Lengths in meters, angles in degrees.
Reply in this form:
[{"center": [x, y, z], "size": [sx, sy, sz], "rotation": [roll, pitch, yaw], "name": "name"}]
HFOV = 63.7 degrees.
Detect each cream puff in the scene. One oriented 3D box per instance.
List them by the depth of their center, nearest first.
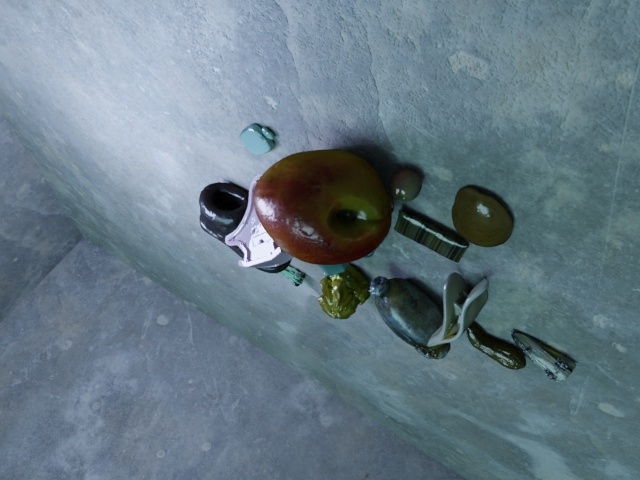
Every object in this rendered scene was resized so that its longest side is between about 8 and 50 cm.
[{"center": [0.077, 0.190, 1.823], "size": [0.194, 0.195, 0.221], "rotation": [24, 155, 20], "name": "cream puff"}]

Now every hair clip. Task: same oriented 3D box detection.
[{"center": [0.409, 0.197, 1.490], "size": [0.113, 0.172, 0.282], "rotation": [29, 142, 30], "name": "hair clip"}]

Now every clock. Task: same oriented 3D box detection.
[{"center": [-0.193, -0.048, 1.618], "size": [0.080, 0.276, 0.290], "rotation": [6, 161, -42], "name": "clock"}]

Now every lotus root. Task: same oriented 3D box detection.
[{"center": [0.291, 0.233, 1.672], "size": [0.349, 0.175, 0.175], "rotation": [46, 151, -14], "name": "lotus root"}]

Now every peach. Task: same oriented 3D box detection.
[{"center": [0.205, -0.134, 1.244], "size": [0.083, 0.083, 0.083], "rotation": [27, 152, 15], "name": "peach"}, {"center": [0.003, -0.086, 1.325], "size": [0.372, 0.372, 0.290], "rotation": [5, 106, 45], "name": "peach"}]

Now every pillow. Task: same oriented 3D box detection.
[{"center": [0.295, -0.012, 1.390], "size": [0.203, 0.038, 0.113], "rotation": [29, 156, 12], "name": "pillow"}]

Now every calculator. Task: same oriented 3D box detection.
[{"center": [-0.183, -0.292, 1.492], "size": [0.095, 0.021, 0.153], "rotation": [45, 155, -21], "name": "calculator"}]

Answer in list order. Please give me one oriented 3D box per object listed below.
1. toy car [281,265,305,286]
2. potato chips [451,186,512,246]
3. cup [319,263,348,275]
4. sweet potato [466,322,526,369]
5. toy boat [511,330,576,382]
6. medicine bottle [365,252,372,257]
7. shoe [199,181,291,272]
[{"center": [-0.131, 0.128, 2.091], "size": [0.143, 0.054, 0.073], "rotation": [30, 155, 12], "name": "toy car"}, {"center": [0.380, -0.041, 1.235], "size": [0.150, 0.049, 0.202], "rotation": [29, 159, 23], "name": "potato chips"}, {"center": [0.000, 0.000, 1.656], "size": [0.134, 0.148, 0.236], "rotation": [-16, 134, 24], "name": "cup"}, {"center": [0.550, 0.337, 1.652], "size": [0.233, 0.062, 0.081], "rotation": [33, 138, 11], "name": "sweet potato"}, {"center": [0.656, 0.340, 1.537], "size": [0.210, 0.066, 0.084], "rotation": [39, 121, 11], "name": "toy boat"}, {"center": [0.140, -0.019, 1.537], "size": [0.090, 0.054, 0.208], "rotation": [33, 152, 7], "name": "medicine bottle"}, {"center": [-0.260, -0.051, 1.815], "size": [0.384, 0.171, 0.237], "rotation": [34, 154, 8], "name": "shoe"}]
